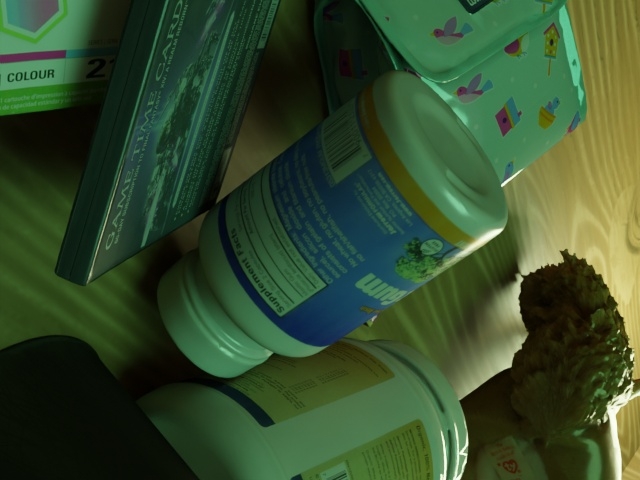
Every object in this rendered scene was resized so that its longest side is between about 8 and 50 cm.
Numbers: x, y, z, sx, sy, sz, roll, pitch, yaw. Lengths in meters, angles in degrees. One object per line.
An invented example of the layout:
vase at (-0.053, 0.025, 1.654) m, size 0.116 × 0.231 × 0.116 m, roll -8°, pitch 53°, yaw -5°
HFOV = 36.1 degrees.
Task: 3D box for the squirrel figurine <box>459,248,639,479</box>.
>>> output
squirrel figurine at (0.372, 0.227, 1.454) m, size 0.370 × 0.281 × 0.397 m, roll -26°, pitch 136°, yaw -50°

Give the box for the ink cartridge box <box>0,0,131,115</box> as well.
ink cartridge box at (-0.182, -0.203, 0.525) m, size 0.189 × 0.097 × 0.255 m, roll -18°, pitch 129°, yaw -47°

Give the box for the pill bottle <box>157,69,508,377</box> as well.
pill bottle at (0.000, 0.000, 0.791) m, size 0.272 × 0.152 × 0.152 m, roll -36°, pitch 156°, yaw 25°

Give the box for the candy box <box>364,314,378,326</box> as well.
candy box at (0.073, -0.011, 1.057) m, size 0.186 × 0.053 × 0.109 m, roll -53°, pitch 147°, yaw -14°

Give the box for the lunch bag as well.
lunch bag at (0.116, -0.176, 0.900) m, size 0.223 × 0.160 × 0.262 m, roll -36°, pitch 128°, yaw -26°

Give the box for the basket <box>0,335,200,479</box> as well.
basket at (-0.174, 0.199, 0.721) m, size 0.204 × 0.227 × 0.154 m, roll -38°, pitch 141°, yaw -32°

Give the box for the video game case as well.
video game case at (-0.092, -0.092, 0.682) m, size 0.274 × 0.026 × 0.196 m, roll -47°, pitch 157°, yaw -74°

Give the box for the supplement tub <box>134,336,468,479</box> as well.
supplement tub at (-0.021, 0.219, 0.940) m, size 0.316 × 0.228 × 0.228 m, roll -10°, pitch 122°, yaw -50°
